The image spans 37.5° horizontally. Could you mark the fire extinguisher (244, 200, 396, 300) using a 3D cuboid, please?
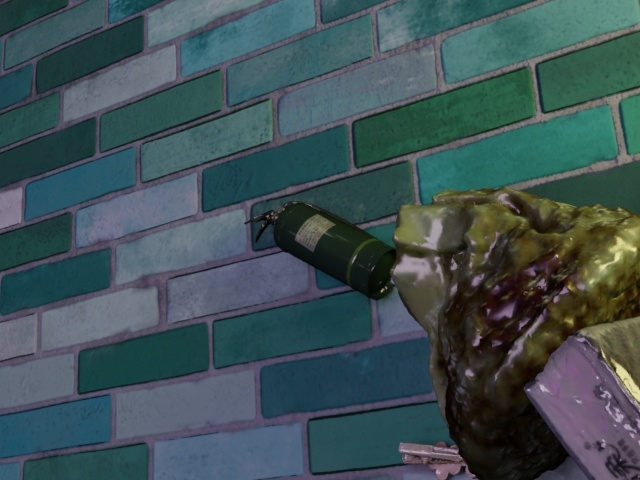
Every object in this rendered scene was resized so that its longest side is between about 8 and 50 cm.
[{"bbox_3d":[0.000,0.000,1.563,0.294,0.093,0.118,28,66,36],"label":"fire extinguisher"}]

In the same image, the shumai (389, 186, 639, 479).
[{"bbox_3d":[0.238,0.073,1.225,0.348,0.395,0.395,42,100,33],"label":"shumai"}]

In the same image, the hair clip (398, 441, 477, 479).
[{"bbox_3d":[0.216,0.314,1.354,0.214,0.056,0.062,-3,58,24],"label":"hair clip"}]

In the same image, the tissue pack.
[{"bbox_3d":[0.443,0.207,1.022,0.288,0.394,0.124,50,127,33],"label":"tissue pack"}]
